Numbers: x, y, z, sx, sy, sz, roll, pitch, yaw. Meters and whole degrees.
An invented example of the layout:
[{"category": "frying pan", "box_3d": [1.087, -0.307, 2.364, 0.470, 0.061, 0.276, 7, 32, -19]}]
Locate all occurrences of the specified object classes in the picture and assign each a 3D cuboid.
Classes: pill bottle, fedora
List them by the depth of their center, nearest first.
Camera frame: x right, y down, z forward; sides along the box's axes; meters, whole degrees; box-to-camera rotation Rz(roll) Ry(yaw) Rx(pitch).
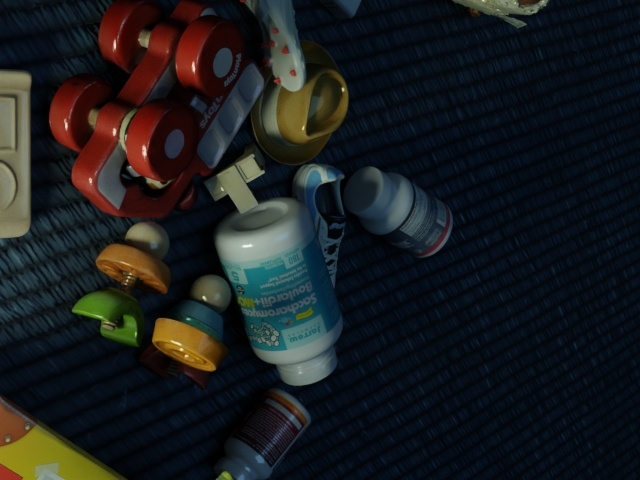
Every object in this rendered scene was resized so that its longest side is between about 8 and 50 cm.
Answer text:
[{"category": "pill bottle", "box_3d": [-0.052, 0.080, 1.566, 0.146, 0.146, 0.264, -36, 120, -34]}, {"category": "fedora", "box_3d": [-0.016, -0.204, 1.598, 0.194, 0.079, 0.194, -10, 104, -42]}, {"category": "pill bottle", "box_3d": [-0.090, 0.304, 1.612, 0.152, 0.086, 0.086, -49, 127, -26]}, {"category": "pill bottle", "box_3d": [0.123, -0.049, 1.739, 0.180, 0.108, 0.108, 28, 78, -42]}]

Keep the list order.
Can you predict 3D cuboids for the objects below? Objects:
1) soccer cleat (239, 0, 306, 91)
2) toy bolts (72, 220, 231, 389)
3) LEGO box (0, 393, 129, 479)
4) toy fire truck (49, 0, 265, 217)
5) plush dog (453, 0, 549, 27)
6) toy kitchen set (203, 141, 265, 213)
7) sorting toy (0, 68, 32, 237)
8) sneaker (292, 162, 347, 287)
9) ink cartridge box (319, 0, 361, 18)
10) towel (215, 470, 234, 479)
[{"category": "soccer cleat", "box_3d": [-0.059, -0.310, 1.525, 0.076, 0.068, 0.196, -31, 99, -43]}, {"category": "toy bolts", "box_3d": [-0.177, 0.089, 1.430, 0.158, 0.218, 0.228, -66, 151, -21]}, {"category": "LEGO box", "box_3d": [-0.361, 0.441, 1.303, 0.500, 0.193, 0.372, 46, 66, -38]}, {"category": "toy fire truck", "box_3d": [-0.192, -0.157, 1.398, 0.302, 0.169, 0.254, -62, 150, -15]}, {"category": "plush dog", "box_3d": [0.290, -0.498, 1.771, 0.210, 0.262, 0.225, 8, 103, -77]}, {"category": "toy kitchen set", "box_3d": [-0.115, -0.086, 1.552, 0.083, 0.075, 0.068, -29, 108, 7]}, {"category": "sorting toy", "box_3d": [-0.432, -0.100, 1.254, 0.193, 0.038, 0.208, -5, 105, -43]}, {"category": "sneaker", "box_3d": [0.000, 0.000, 1.646, 0.085, 0.086, 0.237, -13, 108, -43]}, {"category": "ink cartridge box", "box_3d": [0.014, -0.488, 1.601, 0.223, 0.045, 0.224, 37, 71, -41]}, {"category": "towel", "box_3d": [-0.182, 0.394, 1.320, 0.237, 0.021, 0.102, -35, 114, -34]}]
